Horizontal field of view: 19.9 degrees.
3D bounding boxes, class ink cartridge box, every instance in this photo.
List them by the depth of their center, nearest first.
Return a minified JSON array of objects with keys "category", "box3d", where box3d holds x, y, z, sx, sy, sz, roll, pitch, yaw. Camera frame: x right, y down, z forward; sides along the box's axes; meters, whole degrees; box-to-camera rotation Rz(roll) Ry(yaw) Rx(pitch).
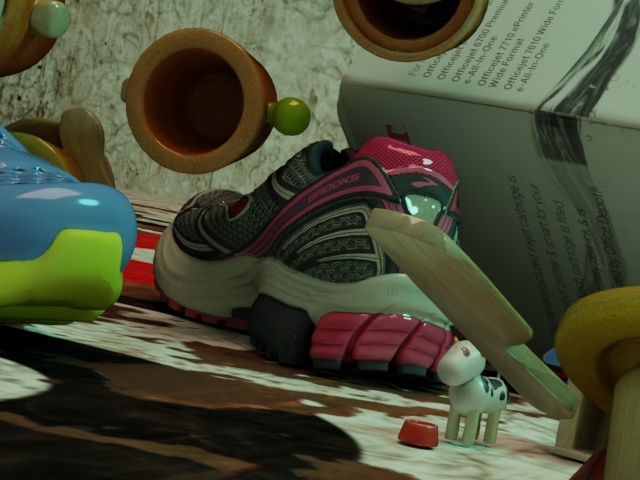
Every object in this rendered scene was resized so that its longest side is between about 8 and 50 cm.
[{"category":"ink cartridge box","box3d":[0.191,-0.026,0.981,0.307,0.129,0.223,12,-36,30]}]

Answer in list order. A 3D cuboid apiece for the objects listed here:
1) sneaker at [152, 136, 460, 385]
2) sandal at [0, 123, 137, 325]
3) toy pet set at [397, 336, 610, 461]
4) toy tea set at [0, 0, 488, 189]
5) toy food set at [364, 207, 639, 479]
[{"category":"sneaker","box3d":[0.000,0.000,0.964,0.121,0.112,0.299,10,2,-24]},{"category":"sandal","box3d":[-0.201,-0.043,0.805,0.317,0.138,0.126,15,2,39]},{"category":"toy pet set","box3d":[0.110,0.055,0.674,0.122,0.065,0.114,13,3,32]},{"category":"toy tea set","box3d":[-0.084,-0.115,0.893,0.336,0.200,0.124,-25,-5,15]},{"category":"toy food set","box3d":[0.111,0.070,0.427,0.218,0.071,0.128,14,-20,29]}]
